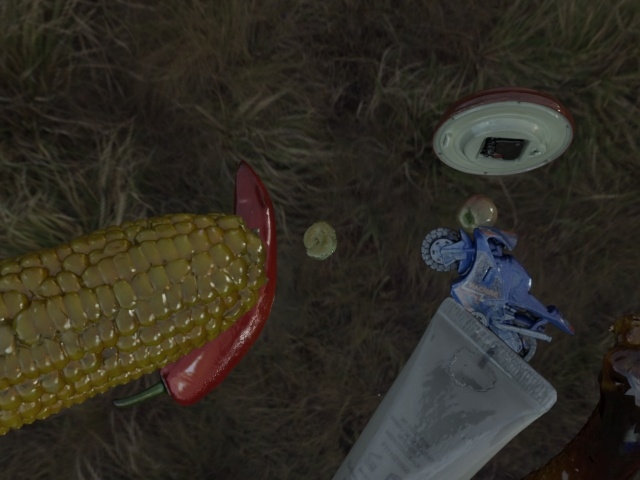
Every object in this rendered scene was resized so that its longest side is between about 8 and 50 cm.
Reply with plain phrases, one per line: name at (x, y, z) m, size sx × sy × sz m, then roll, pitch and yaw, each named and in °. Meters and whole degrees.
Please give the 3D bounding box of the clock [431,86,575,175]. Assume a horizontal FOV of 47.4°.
clock at (0.414, -0.231, 1.662) m, size 0.318 × 0.318 × 0.080 m, roll 2°, pitch 64°, yaw 5°

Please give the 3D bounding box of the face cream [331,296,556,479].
face cream at (0.085, 0.219, 0.725) m, size 0.143 × 0.089 × 0.314 m, roll 45°, pitch 111°, yaw 32°

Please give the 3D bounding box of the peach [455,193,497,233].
peach at (0.308, -0.053, 1.436) m, size 0.083 × 0.083 × 0.083 m, roll -1°, pitch 78°, yaw 4°

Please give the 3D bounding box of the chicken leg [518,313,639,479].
chicken leg at (0.188, 0.220, 0.481) m, size 0.157 × 0.407 × 0.096 m, roll 2°, pitch 33°, yaw 32°

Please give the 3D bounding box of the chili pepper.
chili pepper at (-0.133, 0.084, 0.968) m, size 0.137 × 0.092 × 0.369 m, roll 27°, pitch 85°, yaw 17°

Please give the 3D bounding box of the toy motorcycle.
toy motorcycle at (0.218, 0.057, 0.904) m, size 0.114 × 0.076 × 0.205 m, roll -35°, pitch 91°, yaw 10°

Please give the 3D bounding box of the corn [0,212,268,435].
corn at (-0.173, 0.058, 0.409) m, size 0.312 × 0.102 × 0.102 m, roll -21°, pitch 76°, yaw -23°

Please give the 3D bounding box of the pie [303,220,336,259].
pie at (0.000, 0.000, 1.510) m, size 0.084 × 0.020 × 0.085 m, roll -9°, pitch 72°, yaw 31°
